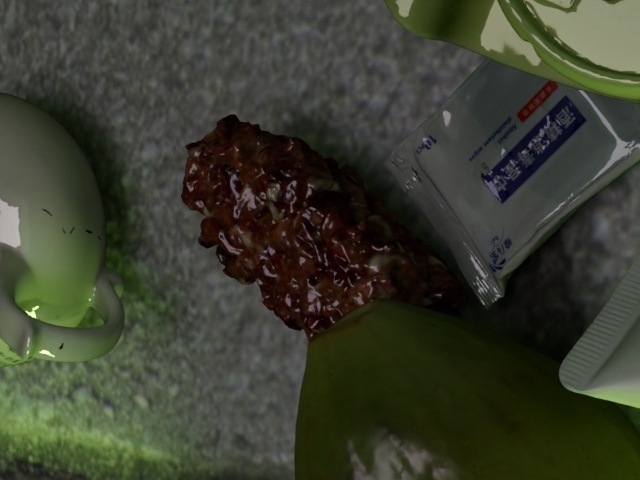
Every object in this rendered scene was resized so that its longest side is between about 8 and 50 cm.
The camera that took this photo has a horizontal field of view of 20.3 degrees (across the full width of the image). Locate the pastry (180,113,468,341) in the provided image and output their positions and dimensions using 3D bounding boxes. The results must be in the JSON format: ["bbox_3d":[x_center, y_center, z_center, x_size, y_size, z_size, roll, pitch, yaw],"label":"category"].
[{"bbox_3d":[-0.001,0.002,1.170,0.208,0.097,0.115,40,113,27],"label":"pastry"}]

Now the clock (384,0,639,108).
[{"bbox_3d":[0.196,-0.176,0.968,0.308,0.096,0.235,27,108,25],"label":"clock"}]

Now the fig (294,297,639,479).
[{"bbox_3d":[0.077,0.151,1.039,0.230,0.207,0.207,27,118,-4],"label":"fig"}]

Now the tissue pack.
[{"bbox_3d":[0.129,-0.063,1.098,0.193,0.026,0.122,-48,67,32],"label":"tissue pack"}]

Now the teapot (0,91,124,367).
[{"bbox_3d":[-0.248,-0.001,1.345,0.299,0.166,0.208,36,106,42],"label":"teapot"}]

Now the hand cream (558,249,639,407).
[{"bbox_3d":[0.313,0.066,0.897,0.358,0.185,0.118,22,154,35],"label":"hand cream"}]
